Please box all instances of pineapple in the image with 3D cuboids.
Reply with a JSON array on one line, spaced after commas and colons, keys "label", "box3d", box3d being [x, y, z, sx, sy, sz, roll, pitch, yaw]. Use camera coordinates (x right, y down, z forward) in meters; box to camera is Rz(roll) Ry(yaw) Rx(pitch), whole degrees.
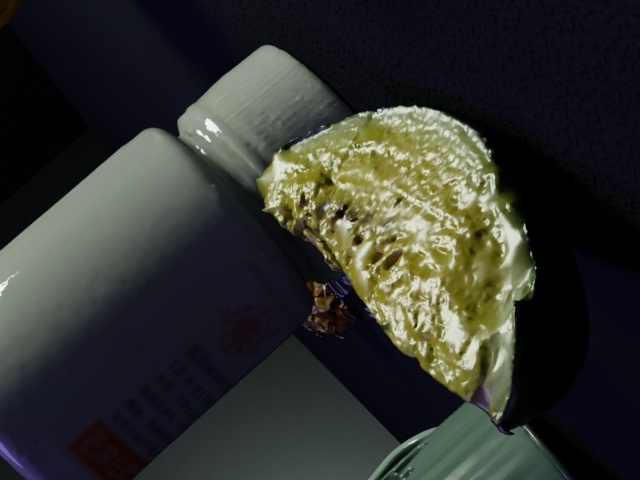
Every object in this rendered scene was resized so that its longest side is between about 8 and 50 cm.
[{"label": "pineapple", "box3d": [-0.030, 0.074, 1.844, 0.225, 0.076, 0.225, 48, 174, 7]}]

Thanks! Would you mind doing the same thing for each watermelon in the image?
[{"label": "watermelon", "box3d": [0.068, 0.002, 0.714, 0.123, 0.129, 0.301, 56, 174, -36]}]

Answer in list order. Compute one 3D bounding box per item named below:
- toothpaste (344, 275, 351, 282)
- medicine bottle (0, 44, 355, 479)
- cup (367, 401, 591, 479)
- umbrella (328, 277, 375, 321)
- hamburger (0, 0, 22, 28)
[{"label": "toothpaste", "box3d": [0.017, -0.014, 1.155, 0.272, 0.066, 0.053, 40, 168, 43]}, {"label": "medicine bottle", "box3d": [-0.122, 0.027, 0.988, 0.211, 0.371, 0.211, 47, 171, 9]}, {"label": "cup", "box3d": [0.145, 0.386, 1.329, 0.310, 0.392, 0.401, 52, 178, 8]}, {"label": "umbrella", "box3d": [0.000, 0.000, 1.363, 0.235, 0.059, 0.066, 49, 155, -21]}, {"label": "hamburger", "box3d": [-0.365, -0.307, 1.183, 0.163, 0.244, 0.244, 32, 168, 16]}]
